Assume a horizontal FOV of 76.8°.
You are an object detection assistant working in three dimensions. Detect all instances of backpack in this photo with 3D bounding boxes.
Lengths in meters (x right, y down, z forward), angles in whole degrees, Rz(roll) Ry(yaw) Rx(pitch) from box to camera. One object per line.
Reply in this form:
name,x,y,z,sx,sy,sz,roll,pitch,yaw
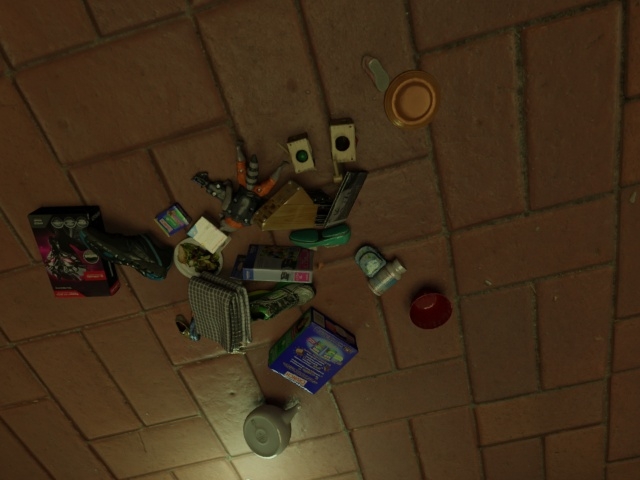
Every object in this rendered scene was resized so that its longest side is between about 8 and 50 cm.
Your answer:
backpack,0.196,0.079,1.620,0.105,0.084,0.114,-45,83,11

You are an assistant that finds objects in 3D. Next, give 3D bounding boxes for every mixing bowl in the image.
mixing bowl,0.458,0.277,1.720,0.181,0.098,0.182,0,116,0

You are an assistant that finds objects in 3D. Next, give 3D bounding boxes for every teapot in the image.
teapot,-0.239,0.906,1.961,0.255,0.187,0.253,7,97,24

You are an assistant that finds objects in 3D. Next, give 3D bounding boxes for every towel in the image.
towel,-0.402,0.286,1.597,0.234,0.121,0.284,13,116,28

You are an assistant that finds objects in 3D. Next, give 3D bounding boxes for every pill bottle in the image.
pill bottle,0.274,0.147,1.661,0.087,0.087,0.160,42,107,-18

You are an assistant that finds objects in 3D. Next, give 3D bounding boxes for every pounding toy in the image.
pounding toy,-0.083,-0.309,1.411,0.100,0.141,0.130,-15,114,6
pounding toy,0.084,-0.302,1.395,0.094,0.181,0.206,-5,115,1

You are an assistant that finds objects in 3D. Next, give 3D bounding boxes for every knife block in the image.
knife block,-0.076,-0.089,1.484,0.275,0.088,0.242,-43,131,-6

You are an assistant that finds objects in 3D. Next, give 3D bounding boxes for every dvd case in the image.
dvd case,0.095,-0.153,1.486,0.018,0.164,0.222,34,114,20

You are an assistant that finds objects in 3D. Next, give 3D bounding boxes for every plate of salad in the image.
plate of salad,-0.497,0.081,1.635,0.199,0.048,0.200,-1,114,-1

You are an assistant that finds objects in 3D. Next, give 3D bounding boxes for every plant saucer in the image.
plant saucer,0.321,-0.481,1.397,0.199,0.037,0.200,0,116,-1

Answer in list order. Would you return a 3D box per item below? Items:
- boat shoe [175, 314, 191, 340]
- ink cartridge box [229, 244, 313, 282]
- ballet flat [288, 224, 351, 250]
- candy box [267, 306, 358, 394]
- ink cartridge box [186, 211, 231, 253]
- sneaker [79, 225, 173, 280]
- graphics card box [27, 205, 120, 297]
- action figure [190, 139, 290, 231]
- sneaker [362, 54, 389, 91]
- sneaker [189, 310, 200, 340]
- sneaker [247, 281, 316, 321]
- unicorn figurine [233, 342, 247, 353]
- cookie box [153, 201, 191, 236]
boat shoe,-0.602,0.393,1.780,0.050,0.045,0.136,-23,113,9
ink cartridge box,-0.183,0.086,1.568,0.310,0.186,0.065,1,118,-1
ballet flat,0.000,0.000,1.594,0.246,0.083,0.087,-8,129,5
candy box,-0.036,0.495,1.799,0.268,0.122,0.317,36,108,-18
ink cartridge box,-0.424,-0.025,1.556,0.143,0.090,0.092,42,95,-19
sneaker,-0.732,0.027,1.544,0.340,0.140,0.125,33,148,-27
graphics card box,-0.956,0.050,1.587,0.232,0.094,0.372,0,114,-1
action figure,-0.306,-0.182,1.449,0.340,0.179,0.331,21,110,-8
sneaker,0.183,-0.565,1.354,0.051,0.070,0.134,-40,140,7
sneaker,-0.515,0.346,1.744,0.086,0.083,0.222,9,117,-11
sneaker,-0.176,0.265,1.675,0.343,0.146,0.134,-20,114,7
unicorn figurine,-0.384,0.456,1.806,0.111,0.060,0.162,6,114,-5
cookie box,-0.571,-0.080,1.562,0.107,0.040,0.092,-29,113,13
